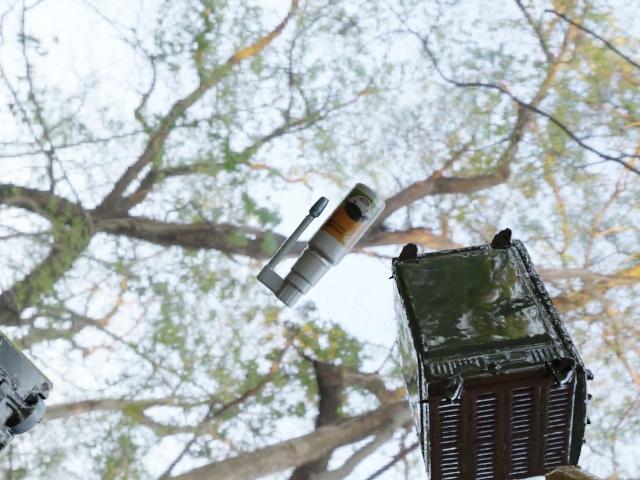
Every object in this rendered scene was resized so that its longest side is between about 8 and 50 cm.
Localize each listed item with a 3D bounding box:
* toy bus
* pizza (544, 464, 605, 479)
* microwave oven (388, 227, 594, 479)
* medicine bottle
[{"bbox_3d":[-0.519,0.274,1.172,0.152,0.330,0.144,-4,-50,44],"label":"toy bus"},{"bbox_3d":[0.166,0.272,0.691,0.226,0.069,0.147,-49,-153,16],"label":"pizza"},{"bbox_3d":[0.188,0.133,1.013,0.247,0.188,0.178,-98,178,-54],"label":"microwave oven"},{"bbox_3d":[0.000,0.000,1.366,0.220,0.092,0.061,-51,-165,-9],"label":"medicine bottle"}]
